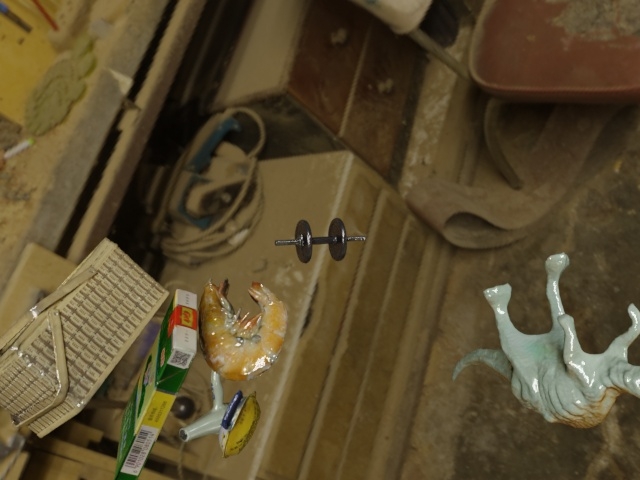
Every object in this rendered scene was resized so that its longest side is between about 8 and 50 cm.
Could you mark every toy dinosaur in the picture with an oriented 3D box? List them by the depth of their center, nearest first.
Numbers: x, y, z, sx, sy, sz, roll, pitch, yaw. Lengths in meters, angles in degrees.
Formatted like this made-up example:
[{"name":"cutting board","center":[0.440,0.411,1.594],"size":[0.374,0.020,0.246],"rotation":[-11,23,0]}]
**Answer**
[{"name":"toy dinosaur","center":[0.260,0.135,0.930],"size":[0.393,0.092,0.206],"rotation":[-35,62,50]}]

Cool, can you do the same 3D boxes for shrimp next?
[{"name":"shrimp","center":[-0.114,0.118,1.091],"size":[0.132,0.052,0.188],"rotation":[-20,54,-9]}]

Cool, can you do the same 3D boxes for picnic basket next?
[{"name":"picnic basket","center":[-0.455,0.172,1.370],"size":[0.228,0.175,0.313],"rotation":[-34,18,43]}]

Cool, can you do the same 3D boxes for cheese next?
[{"name":"cheese","center":[-0.176,0.384,1.617],"size":[0.064,0.250,0.157],"rotation":[21,63,10]}]

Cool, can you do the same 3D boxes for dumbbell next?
[{"name":"dumbbell","center":[0.000,0.000,1.179],"size":[0.069,0.147,0.069],"rotation":[177,90,-71]}]

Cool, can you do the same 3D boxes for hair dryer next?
[{"name":"hair dryer","center":[-0.260,0.362,1.711],"size":[0.067,0.199,0.167],"rotation":[3,26,41]}]

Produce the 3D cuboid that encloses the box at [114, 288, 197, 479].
[{"name":"box","center":[-0.218,0.194,1.004],"size":[0.235,0.034,0.132],"rotation":[-62,20,24]}]
